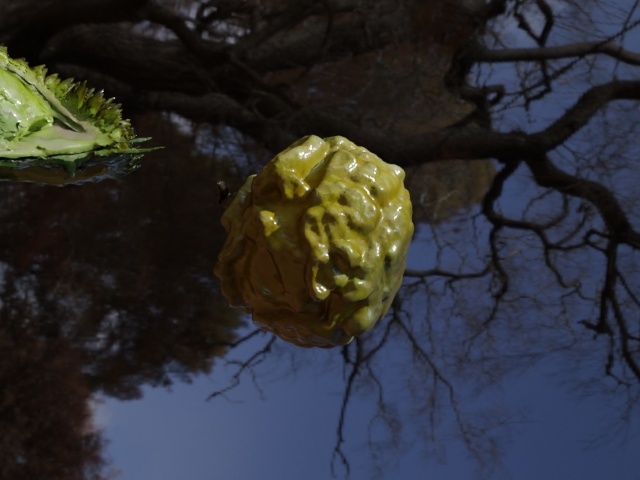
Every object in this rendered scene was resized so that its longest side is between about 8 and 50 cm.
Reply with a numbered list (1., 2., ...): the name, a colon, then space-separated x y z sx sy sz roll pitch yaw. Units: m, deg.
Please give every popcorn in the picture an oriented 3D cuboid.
1. popcorn: -0.008 0.003 0.948 0.249 0.225 0.249 9 90 -80

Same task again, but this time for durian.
1. durian: -0.350 -0.100 0.802 0.169 0.351 0.158 55 -48 46
